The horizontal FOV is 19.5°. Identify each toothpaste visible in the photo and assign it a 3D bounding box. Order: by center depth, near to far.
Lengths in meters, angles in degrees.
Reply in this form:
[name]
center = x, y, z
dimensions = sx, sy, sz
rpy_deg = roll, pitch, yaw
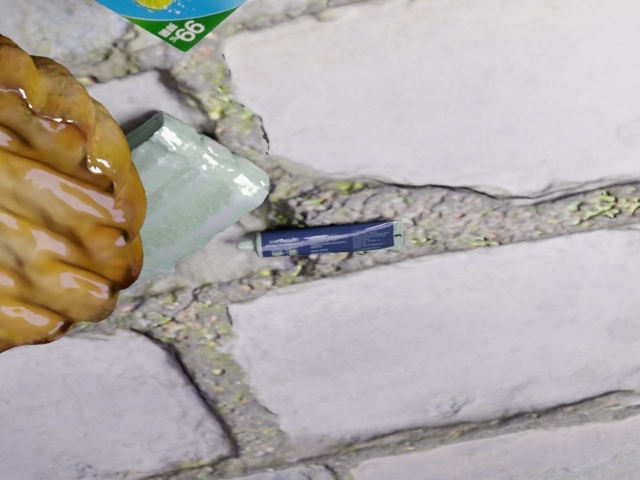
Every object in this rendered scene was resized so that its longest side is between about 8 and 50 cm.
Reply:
[toothpaste]
center = 0.000, 0.000, 1.544
dimensions = 0.140, 0.021, 0.037
rpy_deg = -4, 140, 2

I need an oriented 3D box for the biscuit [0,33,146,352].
[biscuit]
center = -0.284, -0.044, 1.382
dimensions = 0.326, 0.107, 0.325
rpy_deg = 3, 137, 3

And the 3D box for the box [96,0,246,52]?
[box]
center = -0.081, -0.227, 1.218
dimensions = 0.139, 0.073, 0.194
rpy_deg = 28, 133, -31

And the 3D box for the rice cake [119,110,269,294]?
[rice cake]
center = -0.161, -0.017, 1.503
dimensions = 0.237, 0.043, 0.127
rpy_deg = -31, 133, 33
